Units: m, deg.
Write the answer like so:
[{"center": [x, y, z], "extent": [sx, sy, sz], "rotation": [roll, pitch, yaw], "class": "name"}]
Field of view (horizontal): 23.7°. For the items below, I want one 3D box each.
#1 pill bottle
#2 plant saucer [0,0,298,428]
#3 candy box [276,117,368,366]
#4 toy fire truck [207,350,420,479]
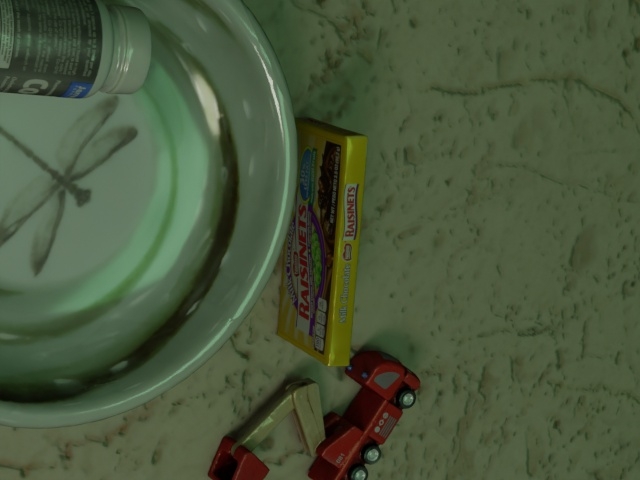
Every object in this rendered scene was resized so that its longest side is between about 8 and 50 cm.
[{"center": [-0.197, -0.142, 1.097], "extent": [0.137, 0.078, 0.078], "rotation": [2, 102, -31], "class": "pill bottle"}, {"center": [-0.212, -0.054, 1.217], "extent": [0.400, 0.100, 0.401], "rotation": [-9, 107, -30], "class": "plant saucer"}, {"center": [0.000, 0.000, 1.358], "extent": [0.027, 0.105, 0.206], "rotation": [-1, 103, -26], "class": "candy box"}, {"center": [-0.003, 0.175, 1.437], "extent": [0.135, 0.047, 0.192], "rotation": [37, 82, -32], "class": "toy fire truck"}]
